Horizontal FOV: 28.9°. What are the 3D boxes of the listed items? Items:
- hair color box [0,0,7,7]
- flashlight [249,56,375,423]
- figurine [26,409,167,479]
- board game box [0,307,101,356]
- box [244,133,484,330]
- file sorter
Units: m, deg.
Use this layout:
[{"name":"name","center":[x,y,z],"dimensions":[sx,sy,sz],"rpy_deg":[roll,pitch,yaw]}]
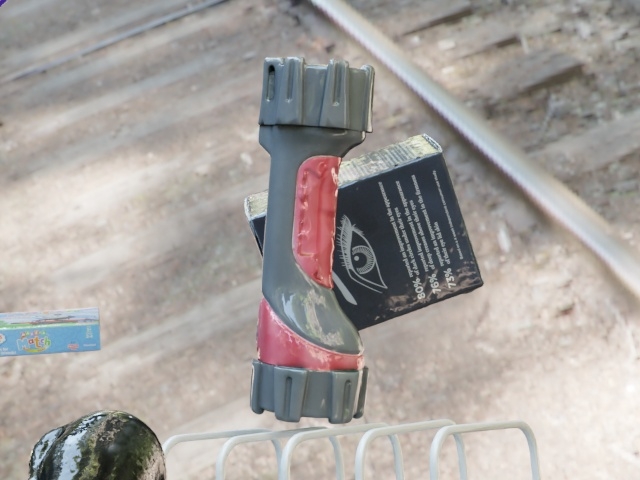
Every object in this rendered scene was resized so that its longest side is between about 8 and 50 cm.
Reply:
[{"name":"hair color box","center":[-0.431,-0.306,1.353],"dimensions":[0.185,0.110,0.339],"rpy_deg":[33,73,36]},{"name":"flashlight","center":[0.000,0.000,1.061],"dimensions":[0.103,0.304,0.103],"rpy_deg":[4,2,-36]},{"name":"figurine","center":[-0.219,0.181,0.733],"dimensions":[0.215,0.092,0.209],"rpy_deg":[-5,12,9]},{"name":"board game box","center":[-0.366,0.118,1.606],"dimensions":[0.160,0.039,0.211],"rpy_deg":[-3,2,-10]},{"name":"box","center":[0.042,0.000,1.272],"dimensions":[0.207,0.153,0.108],"rpy_deg":[-18,16,-1]},{"name":"file sorter","center":[0.027,0.237,1.008],"dimensions":[0.278,0.173,0.193],"rpy_deg":[-8,-9,33]}]
